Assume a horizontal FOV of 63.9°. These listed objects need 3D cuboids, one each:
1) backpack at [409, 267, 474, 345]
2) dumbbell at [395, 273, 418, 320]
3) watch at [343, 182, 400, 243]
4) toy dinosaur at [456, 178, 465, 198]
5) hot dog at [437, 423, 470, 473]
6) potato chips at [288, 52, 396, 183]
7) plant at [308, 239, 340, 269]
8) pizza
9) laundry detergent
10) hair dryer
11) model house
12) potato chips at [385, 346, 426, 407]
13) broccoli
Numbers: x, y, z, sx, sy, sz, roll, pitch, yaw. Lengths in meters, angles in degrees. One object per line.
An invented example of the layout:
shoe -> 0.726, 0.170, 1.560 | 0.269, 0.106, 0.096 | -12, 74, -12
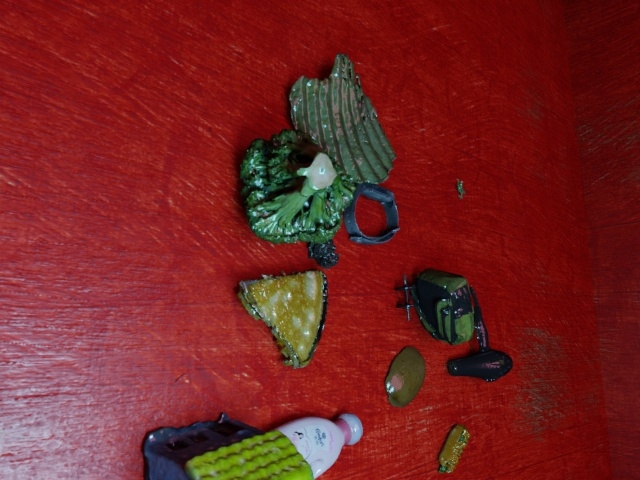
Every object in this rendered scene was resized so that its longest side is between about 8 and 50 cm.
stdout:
backpack -> 0.399, 0.220, 1.658 | 0.140, 0.207, 0.253 | -24, 109, -22
dumbbell -> 0.273, 0.180, 1.631 | 0.069, 0.069, 0.147 | 3, 79, -44
watch -> 0.160, -0.076, 1.578 | 0.206, 0.068, 0.192 | 18, 73, -37
toy dinosaur -> 0.542, -0.200, 2.007 | 0.083, 0.021, 0.062 | 22, 80, -41
hot dog -> 0.444, 0.690, 1.703 | 0.188, 0.055, 0.072 | -48, 116, -40
potato chips -> 0.088, -0.346, 1.541 | 0.373, 0.097, 0.389 | -45, 112, -38
plant -> 0.000, 0.000, 1.402 | 0.085, 0.087, 0.174 | -56, 130, -70
pizza -> -0.087, 0.196, 1.274 | 0.288, 0.074, 0.251 | 0, 81, -43
laundry detergent -> -0.028, 0.509, 1.257 | 0.335, 0.088, 0.159 | -4, 89, -45
hair dryer -> 0.560, 0.338, 1.888 | 0.304, 0.120, 0.359 | 6, 66, -29
model house -> -0.173, 0.485, 0.985 | 0.237, 0.303, 0.215 | 1, 88, -45
potato chips -> 0.272, 0.426, 1.597 | 0.202, 0.049, 0.150 | -35, 101, -36
broccoli -> -0.055, -0.129, 1.248 | 0.308, 0.275, 0.307 | 0, 89, -19
